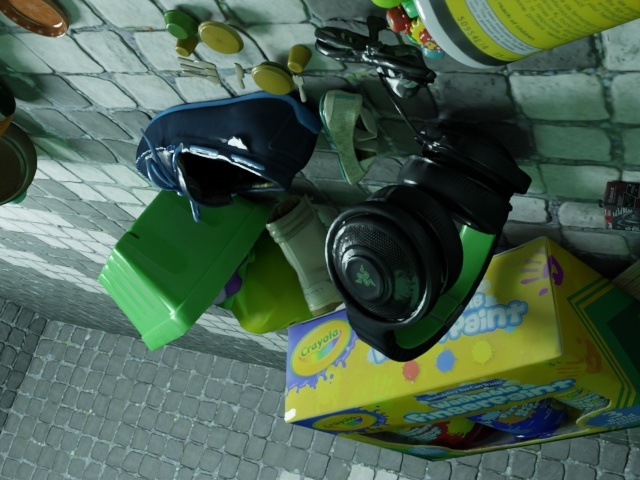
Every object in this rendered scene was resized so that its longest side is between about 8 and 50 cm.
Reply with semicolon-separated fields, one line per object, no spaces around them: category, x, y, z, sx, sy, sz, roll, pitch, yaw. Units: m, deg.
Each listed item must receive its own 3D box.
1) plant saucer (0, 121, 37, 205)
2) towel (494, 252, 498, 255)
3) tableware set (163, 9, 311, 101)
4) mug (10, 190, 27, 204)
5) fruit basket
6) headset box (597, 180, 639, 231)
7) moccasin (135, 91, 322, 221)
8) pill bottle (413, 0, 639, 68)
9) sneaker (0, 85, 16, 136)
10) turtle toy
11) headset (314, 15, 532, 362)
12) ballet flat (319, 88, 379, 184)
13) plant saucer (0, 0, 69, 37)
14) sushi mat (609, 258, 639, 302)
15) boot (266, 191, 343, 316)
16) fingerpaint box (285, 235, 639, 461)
plant saucer;-0.534;-0.118;1.194;0.168;0.168;0.029;31;-164;-36
towel;0.236;0.096;1.164;0.336;0.040;0.243;23;141;-37
tableware set;-0.084;-0.194;0.781;0.154;0.024;0.104;15;158;11
mug;-0.584;-0.125;1.287;0.157;0.098;0.129;29;164;-40
fruit basket;-0.161;0.077;1.292;0.392;0.283;0.392;30;157;14
headset box;0.348;-0.035;0.832;0.083;0.032;0.062;8;159;28
moccasin;-0.146;-0.101;0.948;0.137;0.117;0.342;29;158;-32
pill bottle;0.161;-0.183;0.439;0.119;0.119;0.208;29;159;-31
sneaker;-0.511;-0.216;0.987;0.121;0.099;0.262;19;161;8
turtle toy;0.084;-0.186;0.581;0.130;0.066;0.095;29;158;-31
headset;0.091;-0.040;0.787;0.185;0.243;0.394;30;154;29
ballet flat;0.041;-0.110;0.858;0.052;0.057;0.168;1;158;15
plant saucer;-0.315;-0.253;0.829;0.083;0.013;0.083;15;161;5
sushi mat;0.475;0.039;0.951;0.151;0.019;0.316;15;162;4
boot;0.000;0.000;1.144;0.077;0.213;0.165;-26;101;26
fingerpaint box;0.231;0.194;1.110;0.444;0.163;0.371;-23;144;37
